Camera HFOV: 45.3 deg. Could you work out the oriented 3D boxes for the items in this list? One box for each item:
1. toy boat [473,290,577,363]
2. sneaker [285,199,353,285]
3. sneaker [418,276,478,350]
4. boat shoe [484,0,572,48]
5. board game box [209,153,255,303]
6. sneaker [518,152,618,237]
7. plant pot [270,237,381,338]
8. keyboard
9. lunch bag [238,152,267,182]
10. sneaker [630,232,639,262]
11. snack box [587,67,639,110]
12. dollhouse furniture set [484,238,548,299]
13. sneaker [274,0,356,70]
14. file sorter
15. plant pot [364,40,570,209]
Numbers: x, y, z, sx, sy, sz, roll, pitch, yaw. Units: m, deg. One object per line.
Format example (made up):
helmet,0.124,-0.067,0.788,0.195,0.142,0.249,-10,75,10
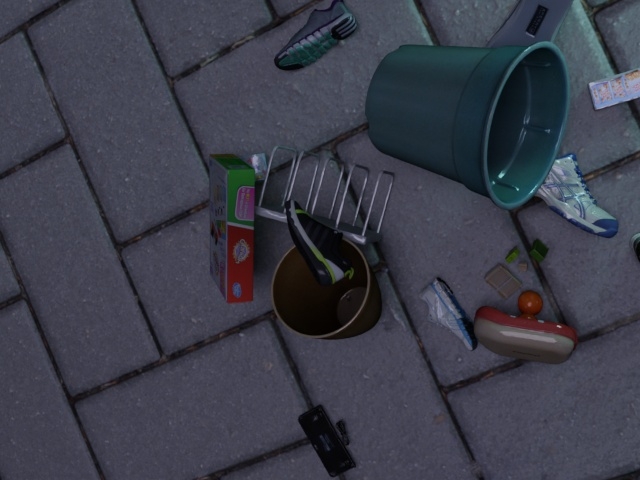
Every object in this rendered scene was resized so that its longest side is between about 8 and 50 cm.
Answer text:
toy boat,0.472,0.187,1.764,0.231,0.151,0.151,9,67,15
sneaker,0.000,0.000,1.684,0.097,0.084,0.234,-23,63,-11
sneaker,0.304,0.187,1.838,0.083,0.071,0.190,-37,76,22
boat shoe,0.462,-0.480,1.699,0.136,0.156,0.367,29,131,7
board game box,-0.218,-0.036,1.854,0.064,0.242,0.316,-3,106,-18
sneaker,0.550,-0.123,1.712,0.296,0.112,0.131,36,103,10
plant pot,0.047,0.136,1.790,0.237,0.254,0.237,-9,68,23
keyboard,0.028,0.508,1.964,0.108,0.023,0.180,-32,86,23
lunch bag,-0.171,-0.180,1.944,0.083,0.053,0.071,-11,90,27
sneaker,0.744,0.062,1.690,0.063,0.075,0.170,-32,86,16
snack box,0.690,-0.344,1.698,0.178,0.022,0.064,-15,91,17
dollhouse furniture set,0.461,0.062,1.799,0.076,0.058,0.151,42,124,1
sneaker,-0.021,-0.503,1.873,0.224,0.083,0.098,-28,64,14
file sorter,0.015,-0.112,1.826,0.278,0.193,0.173,16,96,14
plant pot,0.298,-0.273,1.641,0.334,0.341,0.341,21,101,37
